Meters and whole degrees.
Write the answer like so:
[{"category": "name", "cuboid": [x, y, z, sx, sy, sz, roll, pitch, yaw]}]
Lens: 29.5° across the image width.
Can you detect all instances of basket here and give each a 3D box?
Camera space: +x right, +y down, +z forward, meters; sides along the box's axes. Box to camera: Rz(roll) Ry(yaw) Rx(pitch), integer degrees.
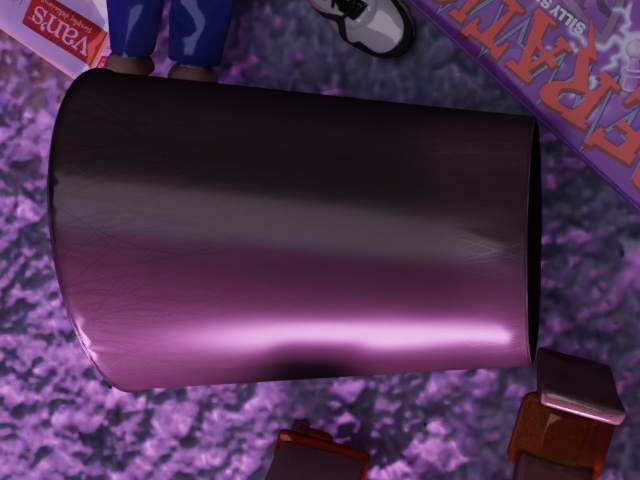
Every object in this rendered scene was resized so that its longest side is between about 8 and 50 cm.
[{"category": "basket", "cuboid": [0.000, 0.000, 0.643, 0.227, 0.154, 0.204, 1, 140, 13]}]

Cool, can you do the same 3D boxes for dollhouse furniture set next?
[{"category": "dollhouse furniture set", "cuboid": [0.090, 0.183, 0.669, 0.259, 0.135, 0.262, 16, 103, 6]}]

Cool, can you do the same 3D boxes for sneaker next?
[{"category": "sneaker", "cuboid": [0.006, -0.140, 0.679, 0.109, 0.044, 0.040, 42, 107, 9]}]

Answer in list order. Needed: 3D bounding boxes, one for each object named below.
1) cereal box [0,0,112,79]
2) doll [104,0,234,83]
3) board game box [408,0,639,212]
[{"category": "cereal box", "cuboid": [-0.144, -0.237, 0.717, 0.173, 0.047, 0.240, 35, 108, 11]}, {"category": "doll", "cuboid": [-0.082, -0.182, 0.658, 0.129, 0.046, 0.189, 11, 107, 3]}, {"category": "board game box", "cuboid": [0.164, -0.156, 0.619, 0.347, 0.056, 0.208, 44, 113, 10]}]
